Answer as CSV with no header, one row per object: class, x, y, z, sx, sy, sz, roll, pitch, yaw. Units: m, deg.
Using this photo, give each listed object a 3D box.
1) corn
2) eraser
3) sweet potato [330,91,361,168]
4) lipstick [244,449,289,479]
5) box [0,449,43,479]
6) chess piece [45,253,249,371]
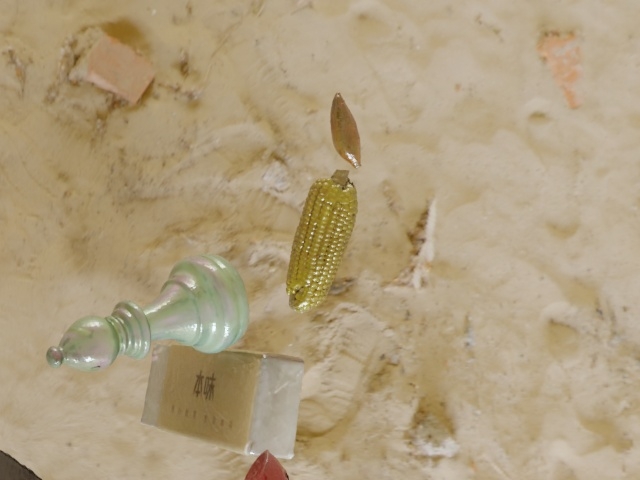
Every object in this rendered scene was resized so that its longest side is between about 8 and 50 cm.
corn,0.000,0.000,1.517,0.097,0.097,0.262,16,99,-16
eraser,-0.157,0.231,1.314,0.078,0.343,0.144,15,78,-36
sweet potato,0.028,-0.130,1.046,0.034,0.034,0.095,-17,91,-22
lipstick,-0.015,0.208,0.482,0.057,0.063,0.186,-14,88,17
box,-0.302,0.306,0.818,0.042,0.212,0.201,-9,58,8
chess piece,-0.233,0.111,1.144,0.271,0.139,0.139,-18,84,-42
